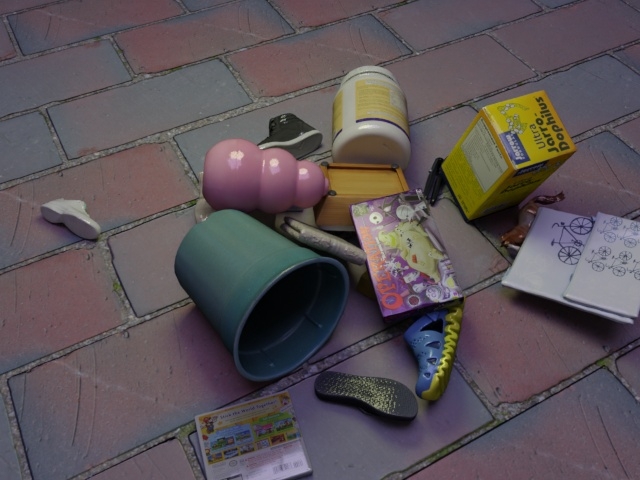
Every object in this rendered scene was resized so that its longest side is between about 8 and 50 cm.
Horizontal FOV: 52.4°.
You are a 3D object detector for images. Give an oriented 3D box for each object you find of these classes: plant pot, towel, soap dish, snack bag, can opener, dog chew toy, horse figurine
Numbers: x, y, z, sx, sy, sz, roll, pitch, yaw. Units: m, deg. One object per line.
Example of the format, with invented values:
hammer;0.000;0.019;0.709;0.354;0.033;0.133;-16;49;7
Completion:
plant pot;0.156;0.113;1.736;0.083;0.081;0.081;38;58;15
plant pot;-0.167;0.108;1.593;0.341;0.341;0.334;-34;50;-26
towel;0.000;0.000;1.715;0.187;0.282;0.049;21;93;-14
soap dish;0.122;-0.130;1.875;0.291;0.118;0.229;0;37;-7
snack bag;0.691;0.043;1.713;0.343;0.037;0.323;17;56;30
can opener;0.353;-0.188;2.007;0.059;0.073;0.186;25;62;9
dog chew toy;-0.143;-0.159;1.734;0.332;0.206;0.206;5;49;-9
horse figurine;0.627;-0.044;1.882;0.174;0.066;0.263;20;58;11

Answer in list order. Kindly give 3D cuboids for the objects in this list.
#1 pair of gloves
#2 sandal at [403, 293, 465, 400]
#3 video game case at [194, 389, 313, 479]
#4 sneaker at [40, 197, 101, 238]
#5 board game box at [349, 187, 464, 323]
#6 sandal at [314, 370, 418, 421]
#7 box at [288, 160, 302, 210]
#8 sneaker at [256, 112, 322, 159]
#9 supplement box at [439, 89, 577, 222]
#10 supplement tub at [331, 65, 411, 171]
pair of gloves;-0.239;-0.095;1.847;0.240;0.042;0.204;4;93;0
sandal;0.268;0.253;1.600;0.138;0.126;0.317;11;42;13
video game case;-0.154;0.461;1.470;0.227;0.026;0.206;-14;52;-11
sneaker;-0.706;-0.077;1.890;0.212;0.080;0.094;24;42;19
board game box;0.214;0.030;1.673;0.208;0.056;0.346;-17;58;1
sandal;0.111;0.369;1.543;0.254;0.054;0.097;12;43;21
box;-0.153;-0.162;1.939;0.203;0.114;0.103;-1;50;0
sneaker;-0.152;-0.315;2.081;0.296;0.104;0.147;-26;53;-28
supplement box;0.508;-0.224;1.816;0.195;0.356;0.194;-18;74;-15
supplement tub;0.156;-0.365;2.032;0.241;0.241;0.331;2;50;1
